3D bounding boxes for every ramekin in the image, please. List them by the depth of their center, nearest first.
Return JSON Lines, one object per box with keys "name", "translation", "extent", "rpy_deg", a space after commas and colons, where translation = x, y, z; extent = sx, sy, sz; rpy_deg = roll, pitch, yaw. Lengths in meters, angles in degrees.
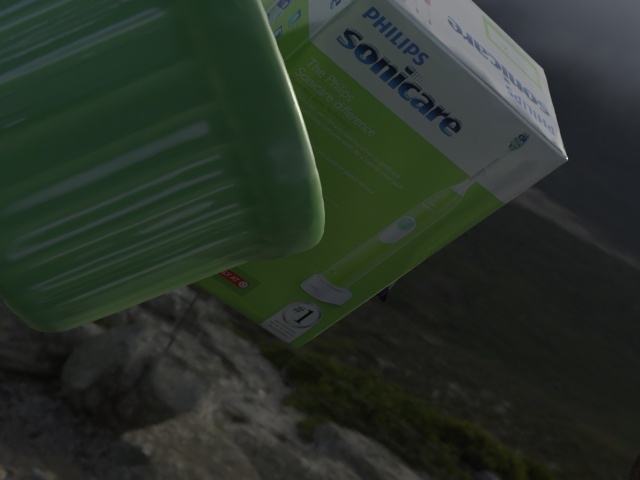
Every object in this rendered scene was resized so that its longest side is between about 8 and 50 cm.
{"name": "ramekin", "translation": [-0.131, -0.103, 0.546], "extent": [0.303, 0.148, 0.303], "rpy_deg": [61, -8, 16]}

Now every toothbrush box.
{"name": "toothbrush box", "translation": [0.006, -0.073, 0.848], "extent": [0.206, 0.283, 0.122], "rpy_deg": [35, 34, -29]}

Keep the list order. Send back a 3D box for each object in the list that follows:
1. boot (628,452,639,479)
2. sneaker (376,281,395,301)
{"name": "boot", "translation": [0.350, 0.218, 1.139], "extent": [0.037, 0.106, 0.114], "rpy_deg": [19, -6, 2]}
{"name": "sneaker", "translation": [0.000, 0.000, 1.169], "extent": [0.223, 0.098, 0.083], "rpy_deg": [21, 18, -22]}
